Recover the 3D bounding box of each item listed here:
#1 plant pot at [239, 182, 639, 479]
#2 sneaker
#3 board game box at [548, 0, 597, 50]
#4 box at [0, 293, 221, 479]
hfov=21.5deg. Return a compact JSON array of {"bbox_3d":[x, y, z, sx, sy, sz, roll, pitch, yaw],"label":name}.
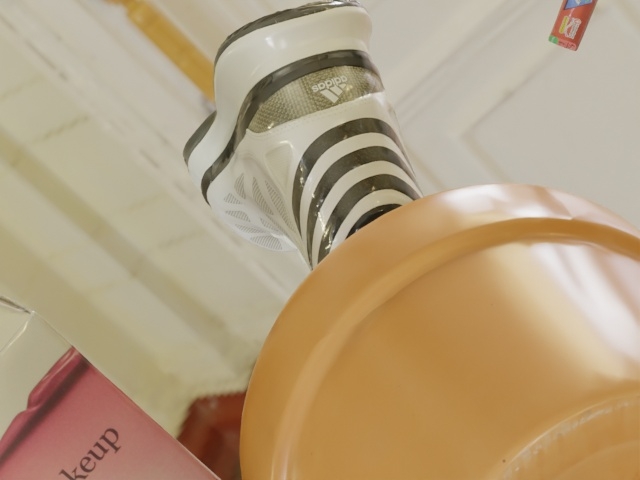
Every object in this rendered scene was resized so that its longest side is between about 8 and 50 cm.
[{"bbox_3d":[0.120,0.133,0.888,0.291,0.291,0.203,-45,22,0],"label":"plant pot"},{"bbox_3d":[-0.001,0.000,1.423,0.169,0.257,0.447,-17,-14,-7],"label":"sneaker"},{"bbox_3d":[0.231,-0.284,1.220,0.281,0.027,0.145,105,-171,-49],"label":"board game box"},{"bbox_3d":[-0.178,0.167,1.141,0.149,0.232,0.127,-51,24,-14],"label":"box"}]
